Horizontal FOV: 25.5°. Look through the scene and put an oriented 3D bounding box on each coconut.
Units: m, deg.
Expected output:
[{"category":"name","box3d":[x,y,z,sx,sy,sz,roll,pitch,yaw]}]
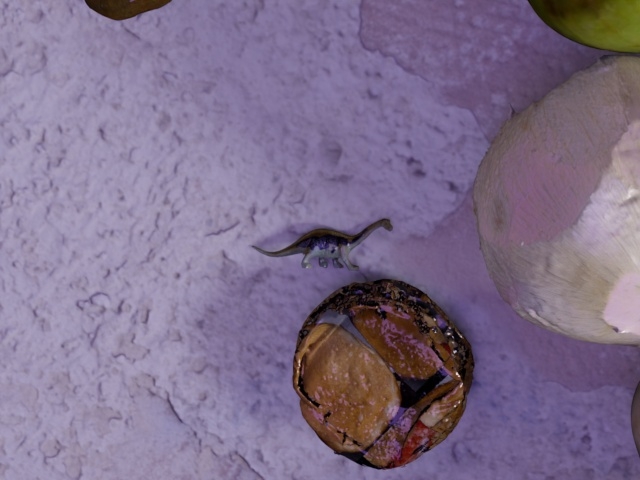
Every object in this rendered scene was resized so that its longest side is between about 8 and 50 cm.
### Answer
[{"category":"coconut","box3d":[0.314,-0.025,1.486,0.297,0.254,0.297,0,135,0]}]

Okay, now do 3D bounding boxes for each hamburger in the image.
[{"category":"hamburger","box3d":[0.072,0.160,1.715,0.231,0.107,0.231,6,112,15]}]

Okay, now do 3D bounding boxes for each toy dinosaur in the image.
[{"category":"toy dinosaur","box3d":[0.003,0.015,1.715,0.180,0.037,0.058,-10,84,9]}]

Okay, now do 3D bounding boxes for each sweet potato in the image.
[{"category":"sweet potato","box3d":[-0.191,-0.297,1.635,0.182,0.054,0.053,-22,112,17]}]

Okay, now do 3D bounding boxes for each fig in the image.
[{"category":"fig","box3d":[0.306,-0.284,1.444,0.207,0.207,0.230,-17,109,18]}]

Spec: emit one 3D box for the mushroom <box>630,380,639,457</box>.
[{"category":"mushroom","box3d":[0.509,0.201,1.572,0.292,0.292,0.290,43,78,-5]}]
